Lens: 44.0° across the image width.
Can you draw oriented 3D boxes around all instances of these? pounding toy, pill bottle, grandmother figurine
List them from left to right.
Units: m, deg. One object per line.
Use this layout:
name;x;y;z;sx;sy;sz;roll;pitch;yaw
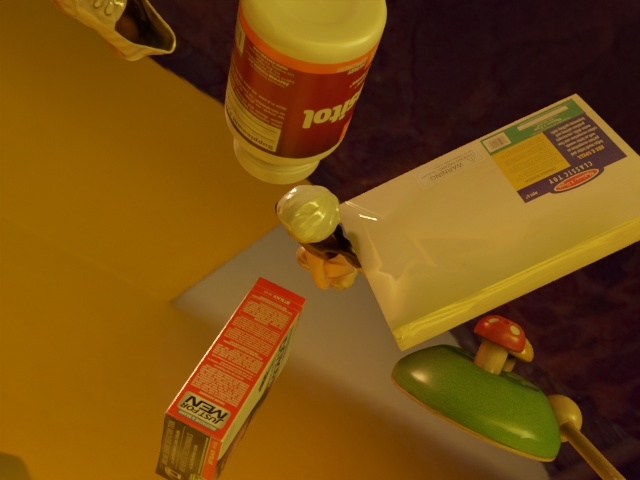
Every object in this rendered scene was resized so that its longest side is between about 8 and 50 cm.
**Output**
pill bottle;-0.016;-0.103;0.510;0.152;0.086;0.086;112;-14;-60
grandmother figurine;0.000;0.000;1.282;0.208;0.342;0.104;23;-101;15
pounding toy;0.200;0.143;0.814;0.183;0.237;0.110;-137;-109;-81

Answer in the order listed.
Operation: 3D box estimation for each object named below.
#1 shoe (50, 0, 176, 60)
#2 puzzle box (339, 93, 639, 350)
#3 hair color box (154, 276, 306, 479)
shoe;-0.193;-0.227;0.744;0.058;0.219;0.076;18;-95;9
puzzle box;0.247;-0.037;1.118;0.409;0.052;0.272;-25;-138;3
hair color box;-0.073;0.121;0.674;0.167;0.053;0.093;-56;168;-46
